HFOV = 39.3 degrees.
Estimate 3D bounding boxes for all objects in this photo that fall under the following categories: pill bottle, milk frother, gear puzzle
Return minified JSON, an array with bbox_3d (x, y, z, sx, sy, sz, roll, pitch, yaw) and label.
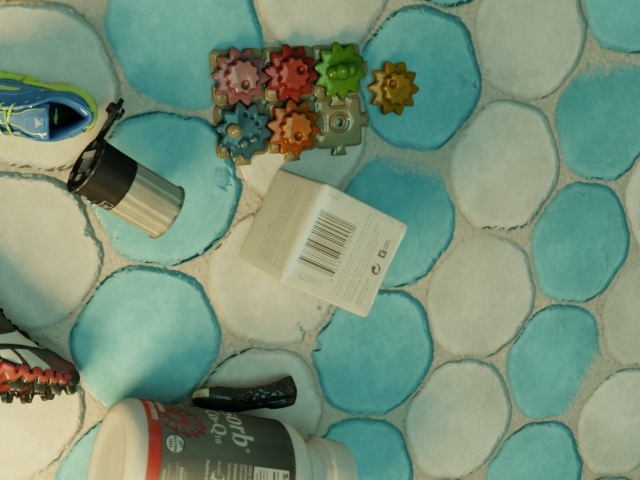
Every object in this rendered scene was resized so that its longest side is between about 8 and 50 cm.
[{"bbox_3d":[-0.142,0.359,1.324,0.363,0.210,0.210,15,96,-27],"label":"pill bottle"},{"bbox_3d":[-0.254,-0.099,1.215,0.135,0.129,0.143,33,86,-33],"label":"milk frother"},{"bbox_3d":[0.003,-0.209,1.349,0.339,0.044,0.175,-8,105,-22],"label":"gear puzzle"}]

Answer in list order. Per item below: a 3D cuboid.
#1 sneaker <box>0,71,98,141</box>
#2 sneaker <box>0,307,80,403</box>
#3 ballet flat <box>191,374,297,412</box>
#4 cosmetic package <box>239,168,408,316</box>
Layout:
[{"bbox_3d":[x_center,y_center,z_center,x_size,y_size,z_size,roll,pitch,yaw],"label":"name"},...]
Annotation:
[{"bbox_3d":[-0.397,-0.170,1.132,0.240,0.126,0.091,-3,103,-24],"label":"sneaker"},{"bbox_3d":[-0.436,0.140,1.196,0.276,0.098,0.135,24,53,-46],"label":"sneaker"},{"bbox_3d":[-0.119,0.240,1.405,0.173,0.057,0.049,2,60,-26],"label":"ballet flat"},{"bbox_3d":[0.000,0.000,1.318,0.152,0.184,0.151,25,91,-26],"label":"cosmetic package"}]
